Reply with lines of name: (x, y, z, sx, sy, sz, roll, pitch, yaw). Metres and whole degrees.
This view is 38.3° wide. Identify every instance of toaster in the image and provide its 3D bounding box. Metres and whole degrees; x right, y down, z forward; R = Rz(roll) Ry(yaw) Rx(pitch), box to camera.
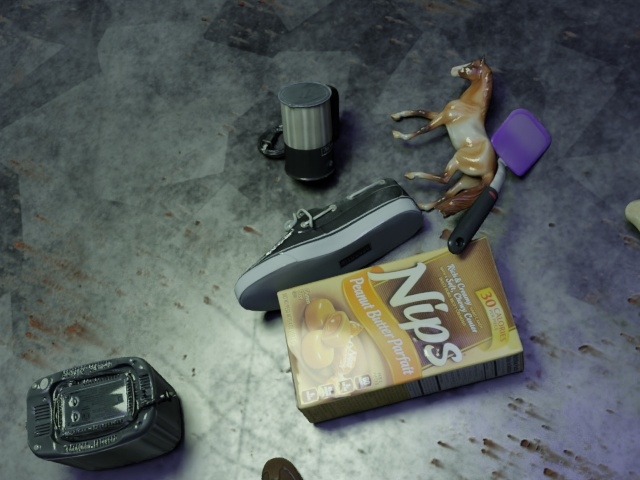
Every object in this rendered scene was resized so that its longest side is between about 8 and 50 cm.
toaster: (-0.294, 0.249, 1.316, 0.226, 0.146, 0.129, -15, 64, 6)

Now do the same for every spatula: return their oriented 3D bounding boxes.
spatula: (0.256, -0.085, 1.353, 0.084, 0.030, 0.296, 48, 54, -15)

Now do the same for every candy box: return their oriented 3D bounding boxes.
candy box: (0.111, 0.128, 1.312, 0.316, 0.087, 0.183, -16, 62, 6)

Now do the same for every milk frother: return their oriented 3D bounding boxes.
milk frother: (-0.044, -0.185, 1.468, 0.143, 0.135, 0.129, 5, 36, 12)

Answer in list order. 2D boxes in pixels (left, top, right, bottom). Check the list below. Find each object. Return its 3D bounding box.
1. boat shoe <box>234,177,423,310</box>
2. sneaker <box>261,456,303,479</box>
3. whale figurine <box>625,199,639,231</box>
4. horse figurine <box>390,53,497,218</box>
boat shoe: (0.000, -0.003, 1.388, 0.306, 0.113, 0.105, -30, 56, -5)
sneaker: (-0.047, 0.379, 1.240, 0.066, 0.071, 0.188, -16, 63, 6)
whale figurine: (0.574, -0.064, 1.290, 0.272, 0.141, 0.216, -35, 59, 24)
horse figurine: (0.208, -0.147, 1.433, 0.174, 0.066, 0.263, -16, 61, 11)
